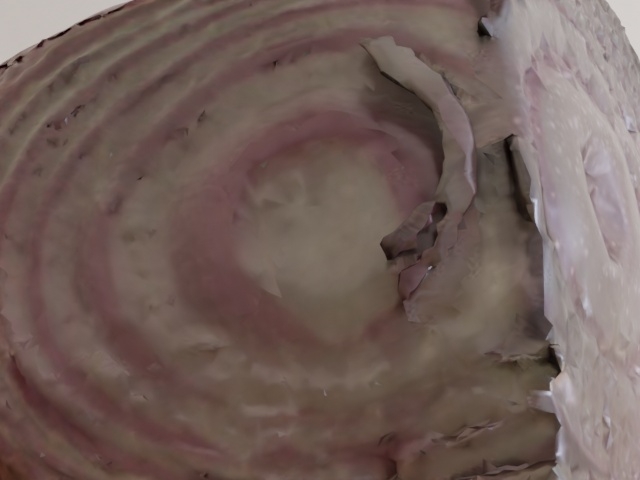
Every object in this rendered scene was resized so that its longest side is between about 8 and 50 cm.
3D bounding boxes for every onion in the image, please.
[{"bbox_3d":[-0.001,0.030,0.512,0.230,0.272,0.256,-23,-51,20],"label":"onion"}]
